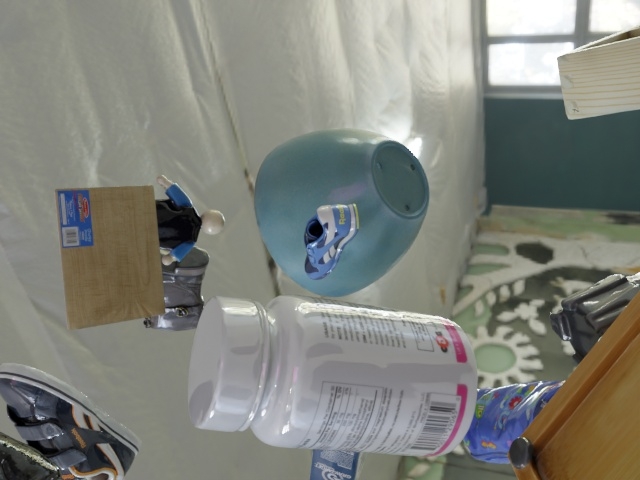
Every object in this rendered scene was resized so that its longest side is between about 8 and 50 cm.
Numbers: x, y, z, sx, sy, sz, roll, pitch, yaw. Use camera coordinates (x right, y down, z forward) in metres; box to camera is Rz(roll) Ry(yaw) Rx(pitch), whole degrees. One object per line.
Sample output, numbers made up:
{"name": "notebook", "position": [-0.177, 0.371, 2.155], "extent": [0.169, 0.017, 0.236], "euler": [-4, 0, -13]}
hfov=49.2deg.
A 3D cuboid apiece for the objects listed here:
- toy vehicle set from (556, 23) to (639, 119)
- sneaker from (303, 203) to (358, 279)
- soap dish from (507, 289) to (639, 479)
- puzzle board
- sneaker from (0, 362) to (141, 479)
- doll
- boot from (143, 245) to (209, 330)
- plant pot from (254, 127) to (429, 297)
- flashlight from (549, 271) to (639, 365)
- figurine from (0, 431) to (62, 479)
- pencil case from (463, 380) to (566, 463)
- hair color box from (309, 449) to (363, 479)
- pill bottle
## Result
{"name": "toy vehicle set", "position": [0.271, -0.127, 0.403], "extent": [0.267, 0.166, 0.035], "euler": [-28, -72, -43]}
{"name": "sneaker", "position": [0.000, 0.000, 0.929], "extent": [0.144, 0.059, 0.053], "euler": [118, 145, -45]}
{"name": "soap dish", "position": [0.258, 0.132, 0.446], "extent": [0.291, 0.118, 0.229], "euler": [-58, 18, 19]}
{"name": "puzzle board", "position": [-0.196, 0.013, 0.656], "extent": [0.096, 0.011, 0.128], "euler": [-6, -89, -40]}
{"name": "sneaker", "position": [-0.451, 0.341, 1.227], "extent": [0.321, 0.126, 0.127], "euler": [50, -135, -34]}
{"name": "doll", "position": [-0.231, -0.029, 1.001], "extent": [0.046, 0.189, 0.129], "euler": [-172, 83, -74]}
{"name": "boot", "position": [-0.355, 0.109, 1.477], "extent": [0.091, 0.263, 0.229], "euler": [-93, 14, -47]}
{"name": "plant pot", "position": [0.063, -0.068, 1.159], "extent": [0.290, 0.195, 0.290], "euler": [16, -116, -37]}
{"name": "flashlight", "position": [0.369, 0.034, 0.622], "extent": [0.103, 0.304, 0.103], "euler": [87, 158, -62]}
{"name": "figurine", "position": [-0.467, 0.307, 0.924], "extent": [0.215, 0.209, 0.092], "euler": [-54, -14, 27]}
{"name": "pencil case", "position": [0.306, 0.275, 1.034], "extent": [0.133, 0.119, 0.306], "euler": [-42, -3, -18]}
{"name": "hair color box", "position": [0.055, 0.409, 1.518], "extent": [0.174, 0.105, 0.347], "euler": [-60, -19, -50]}
{"name": "pill bottle", "position": [0.011, 0.145, 0.759], "extent": [0.160, 0.283, 0.160], "euler": [-169, 90, -69]}
